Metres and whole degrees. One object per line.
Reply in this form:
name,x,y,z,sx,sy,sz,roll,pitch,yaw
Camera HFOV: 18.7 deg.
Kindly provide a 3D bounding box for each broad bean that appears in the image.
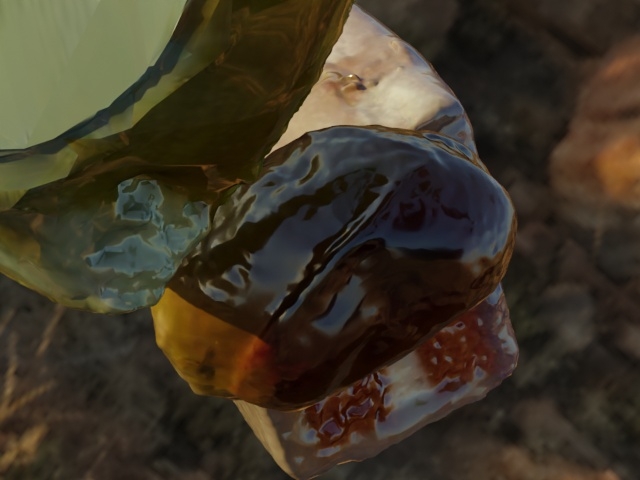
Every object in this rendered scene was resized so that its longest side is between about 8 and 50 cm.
broad bean,0.007,0.014,1.179,0.156,0.228,0.122,61,3,-37

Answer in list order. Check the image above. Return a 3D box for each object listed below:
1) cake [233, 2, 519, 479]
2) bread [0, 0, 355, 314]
cake,0.000,0.000,1.526,0.237,0.309,0.230,-27,39,-11
bread,-0.114,-0.120,0.925,0.239,0.395,0.264,25,27,-3
